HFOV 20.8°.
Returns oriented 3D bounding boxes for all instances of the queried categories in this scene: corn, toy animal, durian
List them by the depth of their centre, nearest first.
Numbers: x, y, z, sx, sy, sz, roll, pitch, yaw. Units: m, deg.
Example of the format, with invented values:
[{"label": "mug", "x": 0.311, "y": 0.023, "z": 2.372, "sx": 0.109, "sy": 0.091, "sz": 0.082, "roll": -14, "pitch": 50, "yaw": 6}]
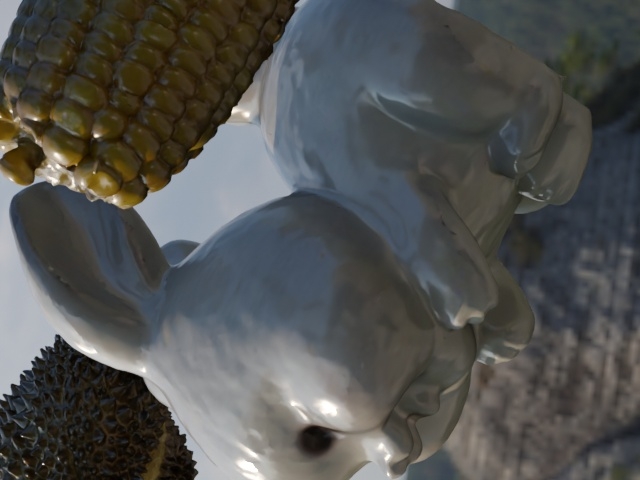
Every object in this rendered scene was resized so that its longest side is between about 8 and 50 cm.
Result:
[{"label": "corn", "x": -0.023, "y": -0.100, "z": 0.474, "sx": 0.207, "sy": 0.068, "sz": 0.068, "roll": -61, "pitch": -13, "yaw": -13}, {"label": "toy animal", "x": -0.001, "y": -0.007, "z": 0.672, "sx": 0.193, "sy": 0.178, "sz": 0.127, "roll": -53, "pitch": -26, "yaw": 0}, {"label": "durian", "x": -0.113, "y": 0.085, "z": 0.908, "sx": 0.140, "sy": 0.110, "sz": 0.071, "roll": -93, "pitch": 19, "yaw": -56}]
